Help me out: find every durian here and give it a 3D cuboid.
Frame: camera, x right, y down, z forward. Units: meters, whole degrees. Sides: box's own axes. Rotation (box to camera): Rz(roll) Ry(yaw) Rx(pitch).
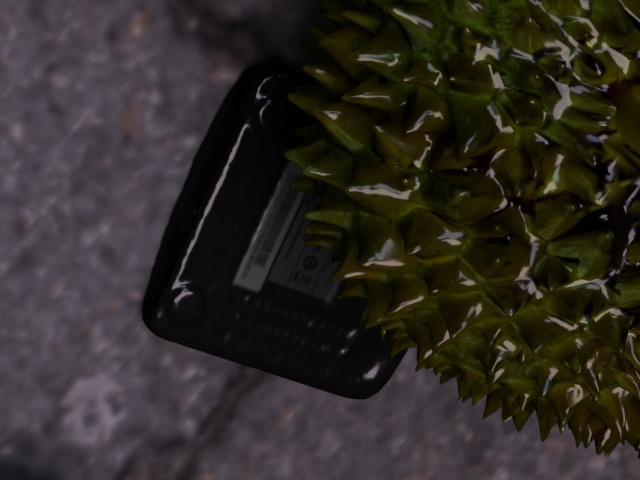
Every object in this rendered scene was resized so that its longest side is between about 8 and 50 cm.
[{"bbox_3d":[0.135,-0.050,0.640,0.291,0.225,0.291,-1,108,-4],"label":"durian"}]

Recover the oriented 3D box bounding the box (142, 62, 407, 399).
[{"bbox_3d":[0.000,0.000,0.715,0.125,0.027,0.126,20,100,-24],"label":"box"}]
